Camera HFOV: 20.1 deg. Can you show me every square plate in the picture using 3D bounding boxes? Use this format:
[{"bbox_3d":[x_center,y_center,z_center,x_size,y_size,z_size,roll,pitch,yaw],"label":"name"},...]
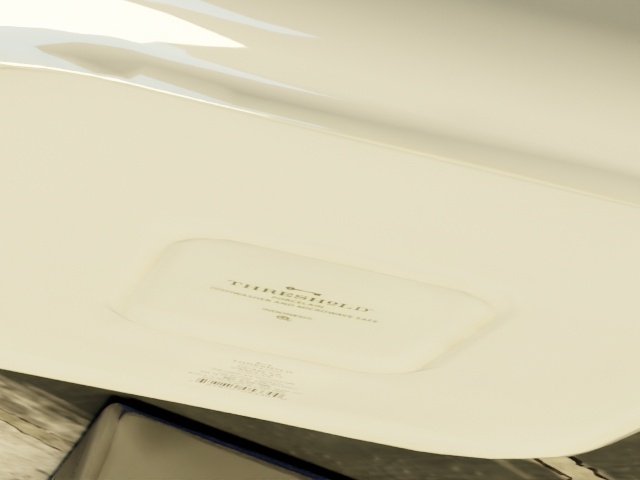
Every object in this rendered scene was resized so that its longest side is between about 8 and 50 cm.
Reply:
[{"bbox_3d":[0.000,0.000,0.529,0.347,0.049,0.344,13,159,-13],"label":"square plate"}]

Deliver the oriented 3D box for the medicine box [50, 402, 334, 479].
[{"bbox_3d":[-0.046,0.231,1.035,0.264,0.149,0.289,21,158,-10],"label":"medicine box"}]
